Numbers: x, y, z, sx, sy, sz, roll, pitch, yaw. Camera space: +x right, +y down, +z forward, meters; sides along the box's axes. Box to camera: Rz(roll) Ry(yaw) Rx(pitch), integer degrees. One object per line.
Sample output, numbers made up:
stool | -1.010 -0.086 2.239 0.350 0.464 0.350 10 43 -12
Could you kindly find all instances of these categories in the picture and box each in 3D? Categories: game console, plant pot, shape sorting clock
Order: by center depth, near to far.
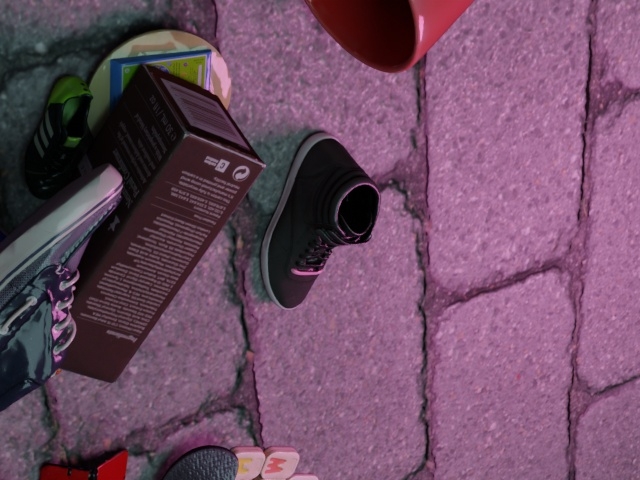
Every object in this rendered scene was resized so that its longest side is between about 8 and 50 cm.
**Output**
plant pot | 0.123 -0.401 1.767 0.243 0.275 0.275 -38 132 -20
shape sorting clock | -0.221 -0.194 1.800 0.206 0.040 0.206 -17 131 -21
game console | -0.376 0.398 2.081 0.124 0.085 0.144 9 115 -3

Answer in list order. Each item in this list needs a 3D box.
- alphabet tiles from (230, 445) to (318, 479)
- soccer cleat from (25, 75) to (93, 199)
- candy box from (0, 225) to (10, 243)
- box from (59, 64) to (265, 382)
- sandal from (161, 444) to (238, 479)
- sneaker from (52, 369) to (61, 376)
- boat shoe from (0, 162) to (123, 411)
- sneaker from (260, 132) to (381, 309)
alphabet tiles | -0.138 0.478 2.279 0.278 0.021 0.284 8 113 -35
soccer cleat | -0.344 -0.129 1.740 0.060 0.072 0.178 6 114 -35
candy box | -0.555 0.024 1.665 0.268 0.122 0.317 -43 130 -4
box | -0.255 -0.021 1.755 0.143 0.191 0.381 20 113 -37
sandal | -0.234 0.423 2.159 0.097 0.054 0.254 42 103 -8
sneaker | -0.412 0.168 1.886 0.175 0.064 0.067 -36 121 -13
boat shoe | -0.341 0.065 1.638 0.340 0.127 0.158 -41 105 5
sneaker | 0.000 0.000 1.992 0.105 0.147 0.295 -1 119 -35
